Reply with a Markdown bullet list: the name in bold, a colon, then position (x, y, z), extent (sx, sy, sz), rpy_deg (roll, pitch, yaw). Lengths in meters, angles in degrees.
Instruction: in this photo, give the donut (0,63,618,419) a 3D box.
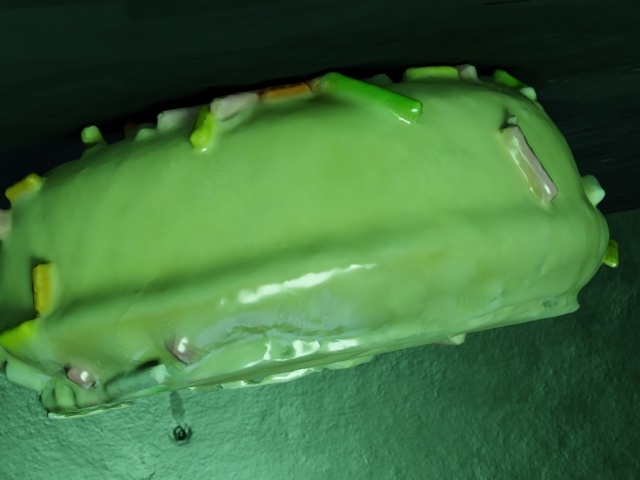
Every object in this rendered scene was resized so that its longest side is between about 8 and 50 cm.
- **donut**: position (0.003, -0.001, 0.978), extent (0.307, 0.150, 0.371), rpy_deg (-13, 175, 23)
